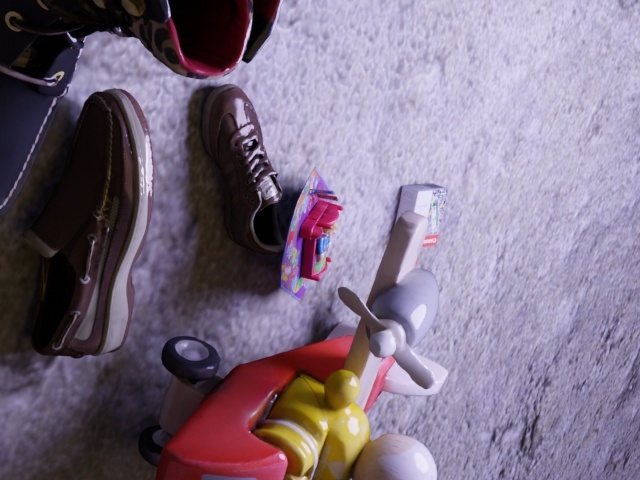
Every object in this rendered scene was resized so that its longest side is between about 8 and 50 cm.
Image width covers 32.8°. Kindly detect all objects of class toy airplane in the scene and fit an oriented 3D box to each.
[{"bbox_3d":[0.027,0.196,1.187,0.384,0.272,0.386,-47,147,-13],"label":"toy airplane"}]

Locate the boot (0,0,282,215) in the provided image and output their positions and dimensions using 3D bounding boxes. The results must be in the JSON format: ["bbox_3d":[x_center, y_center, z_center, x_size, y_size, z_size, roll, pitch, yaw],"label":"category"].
[{"bbox_3d":[-0.174,-0.163,0.782,0.138,0.284,0.377,13,97,-50],"label":"boot"}]

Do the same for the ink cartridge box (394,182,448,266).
[{"bbox_3d":[0.123,-0.013,1.381,0.063,0.029,0.115,-8,114,-46],"label":"ink cartridge box"}]

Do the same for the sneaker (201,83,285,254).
[{"bbox_3d":[-0.067,-0.070,1.113,0.066,0.071,0.188,-35,132,-32],"label":"sneaker"}]

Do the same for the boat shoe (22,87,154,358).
[{"bbox_3d":[-0.213,-0.007,0.970,0.095,0.095,0.257,-8,115,-39],"label":"boat shoe"}]

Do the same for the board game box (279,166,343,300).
[{"bbox_3d":[0.000,0.000,1.192,0.168,0.033,0.133,49,56,-73],"label":"board game box"}]
